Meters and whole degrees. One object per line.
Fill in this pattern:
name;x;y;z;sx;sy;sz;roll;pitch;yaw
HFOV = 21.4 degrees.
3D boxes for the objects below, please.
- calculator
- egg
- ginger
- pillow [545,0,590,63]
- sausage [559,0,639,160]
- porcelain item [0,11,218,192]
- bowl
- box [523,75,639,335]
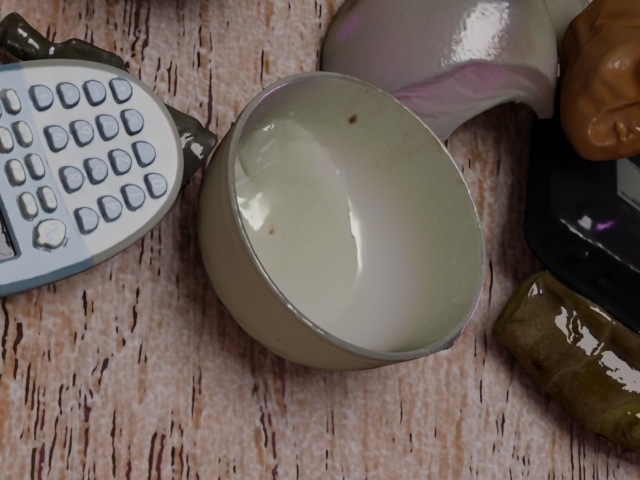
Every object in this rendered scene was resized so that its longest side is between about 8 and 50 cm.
calculator;-0.257;-0.051;1.395;0.302;0.042;0.188;-18;83;-21
egg;0.140;-0.208;1.719;0.271;0.162;0.206;-11;75;-40
ginger;0.285;0.133;1.681;0.263;0.109;0.116;38;74;-13
pillow;0.226;-0.275;1.872;0.181;0.078;0.134;50;42;-3
sausage;0.310;-0.174;1.738;0.120;0.136;0.241;61;25;-28
porcelain item;-0.194;-0.127;1.493;0.215;0.081;0.069;40;18;-9
bowl;0.000;0.000;1.519;0.277;0.145;0.277;18;58;-32
box;0.343;-0.020;1.800;0.290;0.073;0.289;34;38;-17
